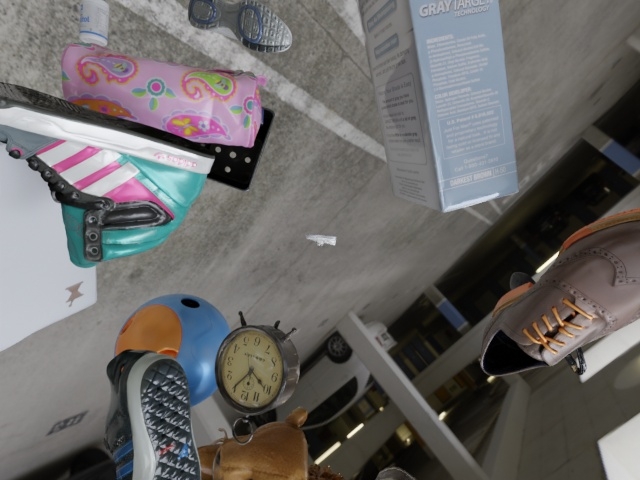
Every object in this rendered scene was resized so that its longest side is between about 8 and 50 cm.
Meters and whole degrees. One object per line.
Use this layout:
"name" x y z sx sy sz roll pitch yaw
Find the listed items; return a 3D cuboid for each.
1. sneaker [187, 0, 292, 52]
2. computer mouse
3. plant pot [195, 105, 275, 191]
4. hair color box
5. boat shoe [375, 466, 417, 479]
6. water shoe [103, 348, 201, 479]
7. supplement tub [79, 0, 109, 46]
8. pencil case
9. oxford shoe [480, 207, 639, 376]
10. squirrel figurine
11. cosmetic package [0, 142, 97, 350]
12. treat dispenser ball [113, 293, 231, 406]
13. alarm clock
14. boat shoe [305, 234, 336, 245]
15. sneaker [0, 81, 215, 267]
"sneaker" -0.194 -0.564 1.115 0.129 0.297 0.111 -30 145 -63
"computer mouse" 0.479 0.177 0.918 0.041 0.242 0.071 -23 160 -14
"plant pot" -0.215 -0.218 1.000 0.167 0.187 0.188 134 -25 -88
"hair color box" 0.142 -0.242 0.570 0.113 0.375 0.185 -16 -165 -7
"boat shoe" 0.174 0.481 0.699 0.116 0.325 0.097 -25 -165 25
"water shoe" -0.168 0.206 0.423 0.072 0.080 0.203 -1 93 -53
"supplement tub" -0.618 -0.596 1.176 0.071 0.070 0.107 -1 97 -58
"pencil case" -0.227 -0.217 0.654 0.283 0.124 0.124 6 143 -10
"oxford shoe" 0.330 0.097 0.562 0.132 0.130 0.364 -43 163 -30
"squirrel figurine" -0.076 0.495 0.839 0.281 0.396 0.371 -88 -158 -56
"cosmetic package" -0.596 -0.052 0.629 0.329 0.393 0.328 -33 145 -54
"treat dispenser ball" -0.369 0.281 1.096 0.288 0.288 0.288 -34 158 -16
"alarm clock" -0.100 0.215 0.663 0.064 0.129 0.192 26 77 -63
"boat shoe" 0.000 0.000 1.341 0.100 0.035 0.035 6 179 -13
"sneaker" -0.288 -0.062 0.492 0.295 0.124 0.179 13 107 -31
